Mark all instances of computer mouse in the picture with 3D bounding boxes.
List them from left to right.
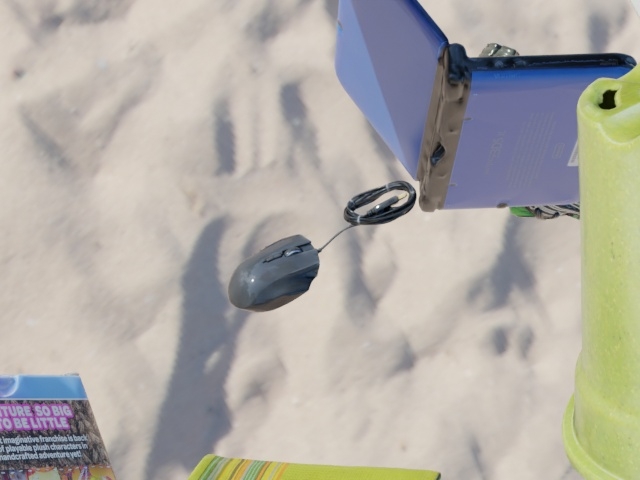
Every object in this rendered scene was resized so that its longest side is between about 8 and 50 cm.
[{"bbox_3d":[0.000,0.000,1.897,0.242,0.041,0.071,-34,50,-7],"label":"computer mouse"}]

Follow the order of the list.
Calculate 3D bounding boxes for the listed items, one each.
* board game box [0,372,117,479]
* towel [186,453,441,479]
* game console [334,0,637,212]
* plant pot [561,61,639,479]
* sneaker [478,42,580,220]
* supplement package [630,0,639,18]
[{"bbox_3d":[-0.279,0.270,1.448,0.232,0.141,0.291,9,54,-58],"label":"board game box"},{"bbox_3d":[-0.018,0.229,1.535,0.102,0.237,0.021,-56,139,-53],"label":"towel"},{"bbox_3d":[0.146,-0.160,1.624,0.250,0.293,0.173,-3,68,-3],"label":"game console"},{"bbox_3d":[0.280,0.008,1.148,0.276,0.276,0.254,-29,116,-36],"label":"plant pot"},{"bbox_3d":[0.285,-0.068,1.895,0.343,0.134,0.146,35,94,-7],"label":"sneaker"},{"bbox_3d":[0.321,-0.290,1.324,0.175,0.177,0.293,-24,84,-36],"label":"supplement package"}]
